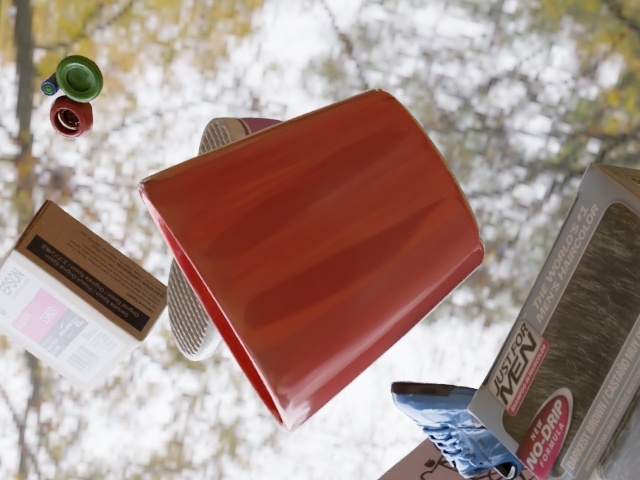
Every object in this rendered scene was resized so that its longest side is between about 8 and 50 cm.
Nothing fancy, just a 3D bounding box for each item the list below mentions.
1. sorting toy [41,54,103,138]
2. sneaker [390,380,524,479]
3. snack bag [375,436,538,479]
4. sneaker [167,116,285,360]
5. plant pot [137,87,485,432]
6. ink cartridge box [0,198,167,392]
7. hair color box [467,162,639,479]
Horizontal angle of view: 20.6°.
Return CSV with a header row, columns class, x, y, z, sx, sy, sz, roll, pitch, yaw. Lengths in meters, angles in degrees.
class,x,y,z,sx,sy,sz,roll,pitch,yaw
sorting toy,-0.249,-0.154,1.791,0.061,0.102,0.042,26,-144,4
sneaker,0.138,0.183,1.675,0.069,0.082,0.209,5,168,41
snack bag,0.241,0.241,1.872,0.342,0.037,0.323,-38,-149,-15
sneaker,-0.068,0.003,1.940,0.161,0.282,0.102,-1,-154,-39
plant pot,0.000,0.000,1.624,0.243,0.275,0.275,-32,-132,-7
ink cartridge box,-0.311,0.075,2.176,0.193,0.234,0.088,36,-121,-7
hair color box,0.294,0.068,1.155,0.374,0.185,0.113,5,-152,-40
